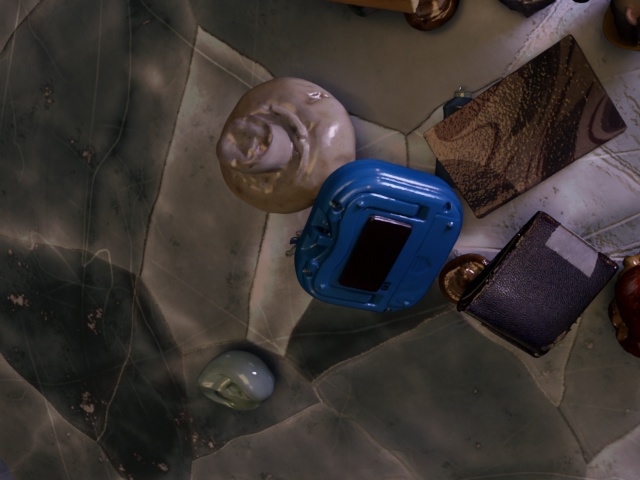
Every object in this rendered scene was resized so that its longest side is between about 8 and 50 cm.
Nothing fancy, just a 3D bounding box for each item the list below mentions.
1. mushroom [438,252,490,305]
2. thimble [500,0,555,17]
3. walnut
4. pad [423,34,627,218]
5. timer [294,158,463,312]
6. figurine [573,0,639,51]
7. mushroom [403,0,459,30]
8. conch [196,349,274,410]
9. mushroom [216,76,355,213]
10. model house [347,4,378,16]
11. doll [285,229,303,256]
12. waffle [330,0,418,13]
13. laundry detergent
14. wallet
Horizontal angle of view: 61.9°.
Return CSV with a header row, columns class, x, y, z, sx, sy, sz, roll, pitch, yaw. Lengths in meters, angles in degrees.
class,x,y,z,sx,sy,sz,roll,pitch,yaw
mushroom,0.319,0.084,1.162,0.126,0.084,0.109,-19,123,27
thimble,0.387,-0.496,0.978,0.150,0.098,0.149,5,104,20
walnut,0.671,0.098,0.976,0.269,0.222,0.243,-13,67,27
pad,0.399,-0.215,1.053,0.330,0.004,0.220,-34,97,15
timer,0.119,0.007,1.121,0.309,0.115,0.339,13,122,-17
figurine,0.532,-0.420,0.890,0.257,0.167,0.192,24,89,-6
mushroom,0.216,-0.480,1.051,0.127,0.087,0.127,7,109,22
conch,-0.220,0.375,1.418,0.221,0.121,0.184,-9,104,30
mushroom,-0.097,-0.199,1.107,0.315,0.336,0.313,1,93,18
model house,0.079,-0.517,1.086,0.088,0.100,0.100,-13,99,23
doll,0.000,0.000,1.271,0.195,0.070,0.096,-23,126,21
waffle,0.074,-0.597,1.003,0.305,0.077,0.347,16,76,18
laundry detergent,0.292,-0.214,1.107,0.097,0.061,0.206,6,105,22
wallet,0.441,0.094,1.094,0.221,0.071,0.262,32,108,-11
